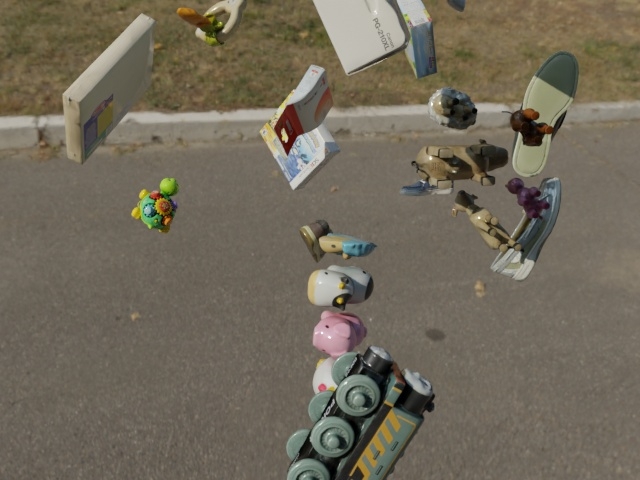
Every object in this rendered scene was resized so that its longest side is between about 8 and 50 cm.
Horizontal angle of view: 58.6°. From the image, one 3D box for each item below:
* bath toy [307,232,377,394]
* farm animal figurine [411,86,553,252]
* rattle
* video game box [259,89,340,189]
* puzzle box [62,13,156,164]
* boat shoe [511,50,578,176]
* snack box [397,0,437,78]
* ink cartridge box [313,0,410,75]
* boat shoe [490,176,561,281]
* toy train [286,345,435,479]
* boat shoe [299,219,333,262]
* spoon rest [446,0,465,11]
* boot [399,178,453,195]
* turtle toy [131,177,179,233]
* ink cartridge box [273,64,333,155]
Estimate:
[{"bbox_3d":[0.043,0.166,1.112,0.151,0.349,0.129,-3,11,-30],"label":"bath toy"},{"bbox_3d":[0.361,-0.156,1.314,0.326,0.331,0.172,12,13,-10],"label":"farm animal figurine"},{"bbox_3d":[-0.252,-0.593,1.402,0.200,0.142,0.130,-53,38,0],"label":"rattle"},{"bbox_3d":[-0.060,-0.271,1.550,0.048,0.187,0.205,-18,74,-47],"label":"video game box"},{"bbox_3d":[-0.613,-0.447,1.677,0.052,0.272,0.409,26,53,-4],"label":"puzzle box"},{"bbox_3d":[0.612,-0.347,1.583,0.127,0.340,0.113,11,13,6],"label":"boat shoe"},{"bbox_3d":[0.270,-0.601,1.638,0.070,0.175,0.207,-17,51,4],"label":"snack box"},{"bbox_3d":[0.061,-0.361,0.868,0.100,0.172,0.237,-22,16,17],"label":"ink cartridge box"},{"bbox_3d":[0.602,-0.037,1.655,0.103,0.321,0.118,19,19,3],"label":"boat shoe"},{"bbox_3d":[0.067,0.355,1.035,0.190,0.334,0.142,28,8,-10],"label":"toy train"},{"bbox_3d":[-0.001,-0.001,1.390,0.073,0.223,0.080,-29,79,-2],"label":"boat shoe"},{"bbox_3d":[0.352,-0.592,1.249,0.084,0.138,0.276,6,-6,-17],"label":"spoon rest"},{"bbox_3d":[0.355,-0.197,1.900,0.189,0.086,0.069,-5,16,-14],"label":"boot"},{"bbox_3d":[-0.364,-0.083,1.301,0.066,0.095,0.130,-17,50,47],"label":"turtle toy"},{"bbox_3d":[-0.035,-0.297,1.337,0.045,0.145,0.179,23,77,16],"label":"ink cartridge box"}]
